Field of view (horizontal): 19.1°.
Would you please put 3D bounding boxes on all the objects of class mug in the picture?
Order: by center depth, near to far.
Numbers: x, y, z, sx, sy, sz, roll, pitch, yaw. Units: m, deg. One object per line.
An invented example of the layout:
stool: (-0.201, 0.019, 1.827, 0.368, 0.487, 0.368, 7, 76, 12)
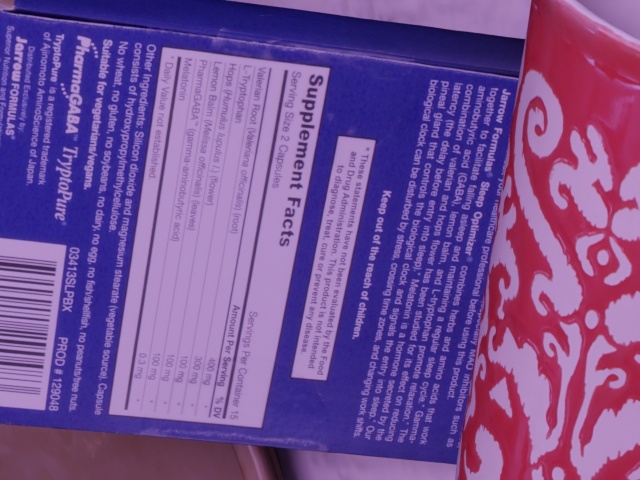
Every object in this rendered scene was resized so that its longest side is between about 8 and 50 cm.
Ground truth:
mug: (0.110, 0.016, 0.502, 0.150, 0.113, 0.169, 24, 123, 21)

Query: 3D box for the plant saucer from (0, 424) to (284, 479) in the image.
plant saucer: (-0.116, 0.098, 0.748, 0.277, 0.041, 0.278, 14, 115, 32)

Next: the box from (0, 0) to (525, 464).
box: (0.000, 0.000, 0.572, 0.225, 0.036, 0.136, 7, 117, -9)
